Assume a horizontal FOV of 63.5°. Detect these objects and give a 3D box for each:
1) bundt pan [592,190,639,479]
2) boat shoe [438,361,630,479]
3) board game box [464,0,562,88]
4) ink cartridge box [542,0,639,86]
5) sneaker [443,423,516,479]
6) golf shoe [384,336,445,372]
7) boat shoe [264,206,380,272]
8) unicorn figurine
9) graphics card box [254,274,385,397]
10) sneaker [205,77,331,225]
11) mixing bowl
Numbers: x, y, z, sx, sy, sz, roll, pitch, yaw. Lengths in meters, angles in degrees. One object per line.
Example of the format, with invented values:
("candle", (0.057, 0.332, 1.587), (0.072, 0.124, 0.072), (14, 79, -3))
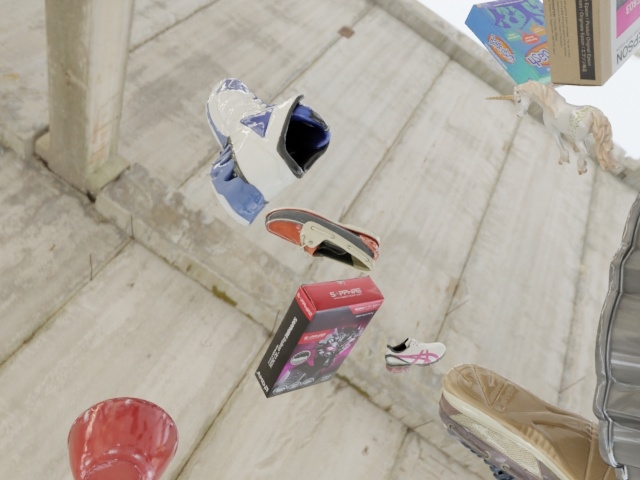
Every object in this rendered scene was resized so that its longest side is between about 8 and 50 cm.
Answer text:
("bundt pan", (0.387, 0.087, 0.490), (0.331, 0.124, 0.330), (-6, -80, -41))
("boat shoe", (0.273, 0.260, 0.634), (0.285, 0.092, 0.103), (29, -139, 27))
("board game box", (0.400, -0.378, 0.986), (0.160, 0.047, 0.210), (-20, -114, -22))
("ink cartridge box", (0.434, -0.375, 0.768), (0.235, 0.193, 0.088), (-44, -141, -18))
("sneaker", (0.328, 0.374, 0.844), (0.350, 0.131, 0.148), (29, -119, -30))
("golf shoe", (0.272, 0.314, 1.468), (0.186, 0.067, 0.085), (-11, -74, -16))
("boat shoe", (0.000, 0.000, 0.586), (0.137, 0.049, 0.043), (17, -124, -1))
("unicorn figurine", (0.292, -0.140, 0.623), (0.060, 0.162, 0.111), (-37, -65, -12))
("graphics card box", (-0.009, 0.260, 1.387), (0.233, 0.370, 0.094), (-4, -134, -39))
("sneaker", (-0.078, -0.174, 0.849), (0.127, 0.182, 0.315), (50, -163, -43))
("mixing bowl", (-0.329, 0.362, 0.848), (0.182, 0.181, 0.098), (17, -165, -16))
